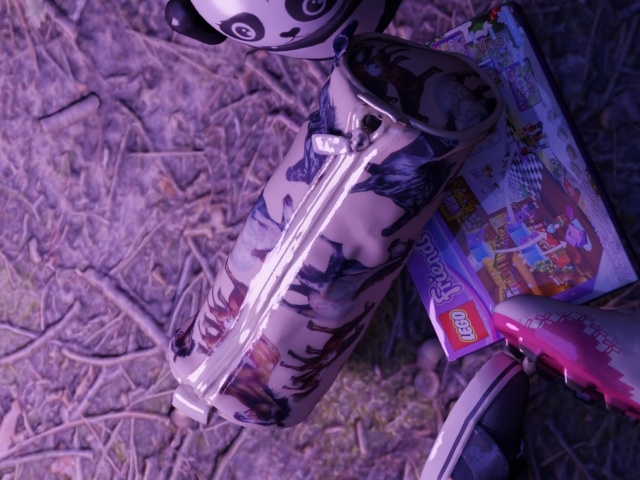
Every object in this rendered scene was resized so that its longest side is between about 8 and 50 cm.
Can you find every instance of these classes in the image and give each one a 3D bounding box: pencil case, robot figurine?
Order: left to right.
[{"bbox_3d":[-0.019,-0.252,1.396,0.173,0.278,0.209,28,100,16],"label":"robot figurine"},{"bbox_3d":[0.000,0.000,1.400,0.160,0.183,0.410,45,123,23],"label":"pencil case"}]

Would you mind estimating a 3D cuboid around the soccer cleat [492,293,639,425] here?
[{"bbox_3d":[0.321,0.109,1.376,0.331,0.116,0.143,29,86,1],"label":"soccer cleat"}]

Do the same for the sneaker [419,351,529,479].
[{"bbox_3d":[0.151,0.266,1.439,0.127,0.126,0.321,29,111,20],"label":"sneaker"}]

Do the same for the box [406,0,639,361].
[{"bbox_3d":[0.159,-0.056,1.458,0.201,0.057,0.293,-25,84,18],"label":"box"}]
